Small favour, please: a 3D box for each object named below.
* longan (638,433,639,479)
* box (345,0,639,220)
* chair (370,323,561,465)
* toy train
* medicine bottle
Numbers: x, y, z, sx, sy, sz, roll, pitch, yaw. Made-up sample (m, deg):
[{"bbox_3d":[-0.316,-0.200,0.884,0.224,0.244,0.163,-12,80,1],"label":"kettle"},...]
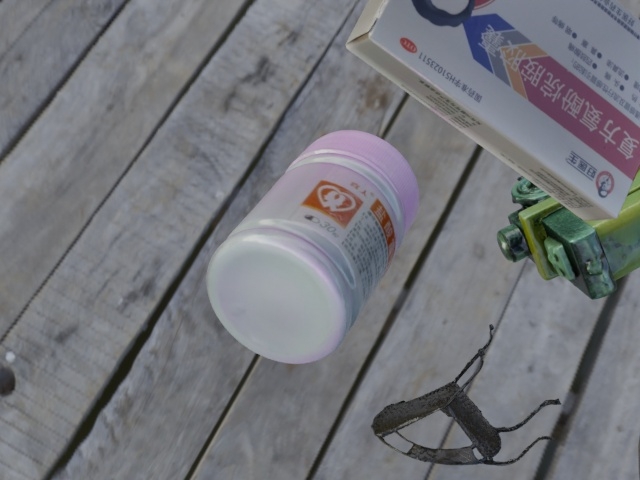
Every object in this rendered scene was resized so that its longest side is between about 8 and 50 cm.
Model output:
[{"bbox_3d":[0.334,0.109,0.463,0.361,0.361,0.361,5,68,-12],"label":"longan"},{"bbox_3d":[0.219,-0.200,1.036,0.353,0.069,0.214,31,76,-19],"label":"box"},{"bbox_3d":[0.187,0.233,1.302,0.213,0.174,0.149,-35,92,22],"label":"chair"},{"bbox_3d":[0.475,-0.054,1.496,0.397,0.253,0.160,-25,113,-2],"label":"toy train"},{"bbox_3d":[0.000,0.000,1.338,0.202,0.202,0.316,35,40,1],"label":"medicine bottle"}]
